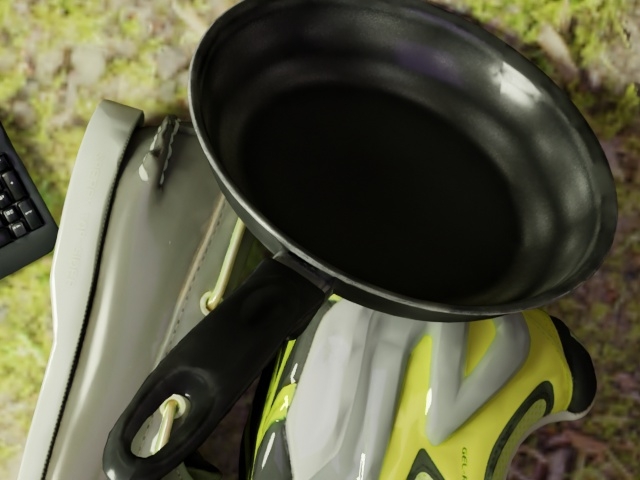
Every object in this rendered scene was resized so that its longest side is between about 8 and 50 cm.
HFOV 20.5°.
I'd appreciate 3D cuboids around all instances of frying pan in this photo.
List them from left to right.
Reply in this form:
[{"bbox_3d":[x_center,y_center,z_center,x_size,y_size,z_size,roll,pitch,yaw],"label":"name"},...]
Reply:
[{"bbox_3d":[0.028,0.007,0.720,0.197,0.326,0.053,18,134,-10],"label":"frying pan"}]

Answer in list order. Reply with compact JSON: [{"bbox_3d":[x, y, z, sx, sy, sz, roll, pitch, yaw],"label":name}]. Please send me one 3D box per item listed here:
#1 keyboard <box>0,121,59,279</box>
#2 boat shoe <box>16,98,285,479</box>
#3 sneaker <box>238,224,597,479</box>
[{"bbox_3d":[-0.224,0.005,0.804,0.192,0.038,0.100,-29,99,-2],"label":"keyboard"},{"bbox_3d":[-0.087,0.094,0.793,0.091,0.109,0.305,11,93,-2],"label":"boat shoe"},{"bbox_3d":[0.011,0.190,0.799,0.147,0.145,0.385,18,97,-6],"label":"sneaker"}]
